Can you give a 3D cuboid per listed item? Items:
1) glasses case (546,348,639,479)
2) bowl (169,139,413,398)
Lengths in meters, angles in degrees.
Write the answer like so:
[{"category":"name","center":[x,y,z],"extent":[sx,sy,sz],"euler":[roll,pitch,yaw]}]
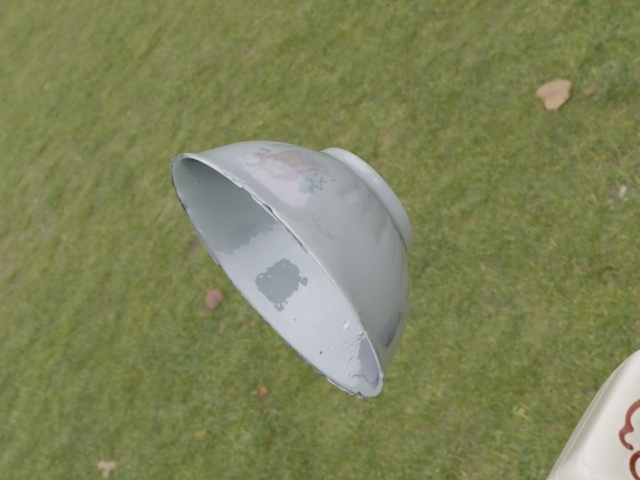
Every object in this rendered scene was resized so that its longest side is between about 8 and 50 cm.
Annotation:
[{"category":"glasses case","center":[0.332,0.226,0.626],"extent":[0.144,0.336,0.076],"euler":[-46,-15,-36]},{"category":"bowl","center":[0.000,0.000,0.549],"extent":[0.086,0.189,0.189],"euler":[-40,35,-18]}]
